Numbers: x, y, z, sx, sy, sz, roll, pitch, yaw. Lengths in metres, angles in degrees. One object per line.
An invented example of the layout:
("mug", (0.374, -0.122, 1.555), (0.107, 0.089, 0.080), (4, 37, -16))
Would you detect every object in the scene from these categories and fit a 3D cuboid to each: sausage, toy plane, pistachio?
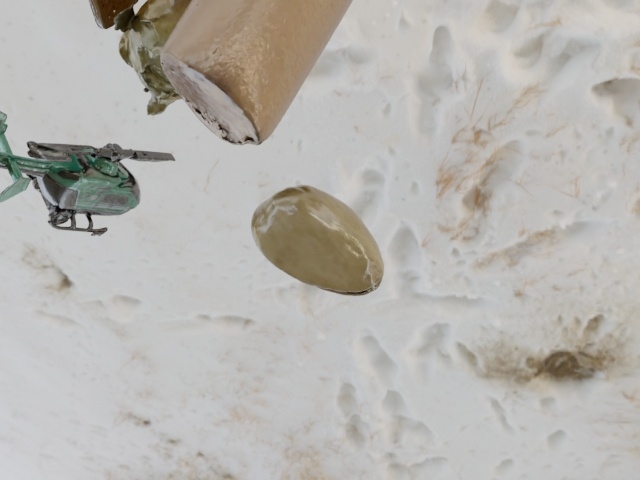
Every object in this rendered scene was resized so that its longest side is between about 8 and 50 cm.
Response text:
("sausage", (-0.047, -0.209, 0.536), (0.123, 0.253, 0.123), (24, 161, 9))
("toy plane", (-0.368, -0.100, 0.860), (0.155, 0.381, 0.106), (-36, 73, 17))
("pistachio", (0.000, 0.000, 0.747), (0.185, 0.126, 0.108), (29, 148, 6))

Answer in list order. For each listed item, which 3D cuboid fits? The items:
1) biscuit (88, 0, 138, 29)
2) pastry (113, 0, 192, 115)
("biscuit", (-0.269, -0.337, 0.759), (0.019, 0.130, 0.119), (13, 177, 17))
("pastry", (-0.136, -0.318, 0.828), (0.329, 0.330, 0.136), (-17, 118, 31))
